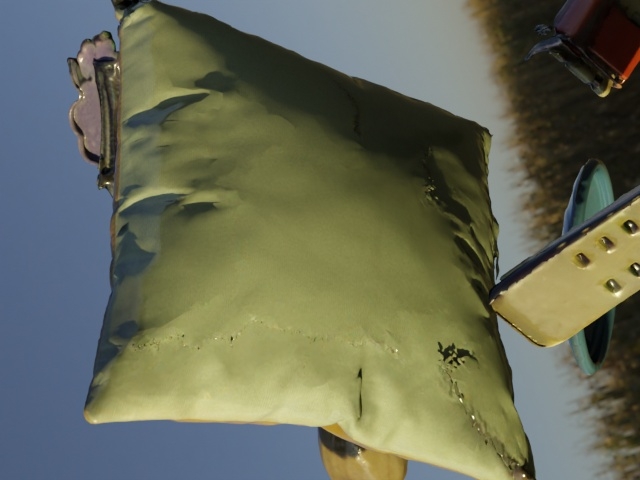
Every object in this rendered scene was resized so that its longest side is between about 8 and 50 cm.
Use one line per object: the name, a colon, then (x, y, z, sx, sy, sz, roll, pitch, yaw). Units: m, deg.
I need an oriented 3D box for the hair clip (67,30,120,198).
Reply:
hair clip: (-0.241, -0.136, 1.256, 0.052, 0.124, 0.195, -23, -72, -61)

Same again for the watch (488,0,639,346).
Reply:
watch: (0.175, -0.085, 0.532, 0.102, 0.268, 0.164, 31, -149, -30)

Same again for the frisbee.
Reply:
frisbee: (0.348, 0.034, 1.481, 0.289, 0.049, 0.289, 1, -90, -66)

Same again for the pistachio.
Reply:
pistachio: (0.053, 0.237, 1.358, 0.108, 0.126, 0.185, 36, 159, 45)

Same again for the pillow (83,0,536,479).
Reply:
pillow: (0.000, 0.000, 0.727, 0.312, 0.119, 0.310, 17, -124, -27)
